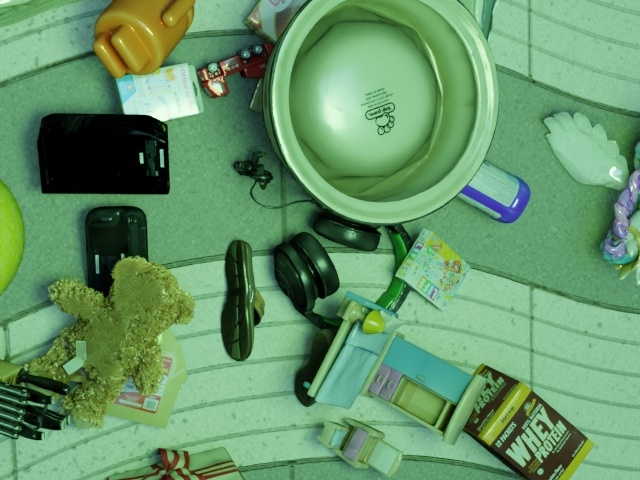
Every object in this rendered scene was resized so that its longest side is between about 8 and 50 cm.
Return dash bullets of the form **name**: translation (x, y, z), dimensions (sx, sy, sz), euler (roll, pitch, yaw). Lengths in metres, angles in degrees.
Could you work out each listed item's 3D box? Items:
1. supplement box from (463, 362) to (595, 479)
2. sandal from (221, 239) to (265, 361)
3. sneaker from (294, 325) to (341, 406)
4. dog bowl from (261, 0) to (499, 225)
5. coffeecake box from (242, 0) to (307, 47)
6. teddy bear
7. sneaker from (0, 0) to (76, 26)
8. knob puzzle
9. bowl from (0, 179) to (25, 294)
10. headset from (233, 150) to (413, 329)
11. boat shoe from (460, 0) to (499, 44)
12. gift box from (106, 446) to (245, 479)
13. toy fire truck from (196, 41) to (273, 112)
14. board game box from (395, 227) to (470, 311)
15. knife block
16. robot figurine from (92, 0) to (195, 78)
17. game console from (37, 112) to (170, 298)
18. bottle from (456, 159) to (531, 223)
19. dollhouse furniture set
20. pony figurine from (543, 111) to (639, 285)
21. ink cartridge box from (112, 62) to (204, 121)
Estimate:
- **supplement box**: translation (0.372, 0.356, 1.919), dimensions (0.194, 0.191, 0.129), euler (40, 84, -14)
- **sandal**: translation (-0.134, 0.109, 1.825), dimensions (0.060, 0.090, 0.219), euler (1, 88, -37)
- **sneaker**: translation (0.011, 0.232, 1.845), dimensions (0.071, 0.066, 0.188), euler (-12, 139, -35)
- **dog bowl**: translation (0.084, -0.234, 1.683), dimensions (0.407, 0.150, 0.408), euler (-3, 97, -22)
- **coffeecake box**: translation (-0.022, -0.391, 1.803), dimensions (0.185, 0.068, 0.142), euler (36, 86, -15)
- **teddy bear**: translation (-0.360, 0.169, 1.714), dimensions (0.245, 0.113, 0.338), euler (24, 101, 4)
- **sneaker**: translation (-0.475, -0.454, 1.652), dimensions (0.350, 0.131, 0.148), euler (-22, 94, -18)
- **knob puzzle**: translation (-0.329, 0.219, 1.796), dimensions (0.213, 0.030, 0.213), euler (-1, 96, -14)
- **bowl**: translation (-0.626, 0.003, 1.631), dimensions (0.289, 0.156, 0.290), euler (-2, 96, -16)
- **headset**: translation (0.000, 0.000, 1.835), dimensions (0.243, 0.185, 0.394), euler (-48, 120, -7)
- **boat shoe**: translation (0.279, -0.349, 1.868), dimensions (0.099, 0.116, 0.320), euler (-3, 104, -39)
- **gift box**: translation (-0.248, 0.510, 1.733), dimensions (0.276, 0.255, 0.258), euler (-12, 100, -20)
- **toy fire truck**: translation (-0.110, -0.278, 1.801), dimensions (0.192, 0.047, 0.135), euler (-24, 102, -11)
- **board game box**: translation (0.213, 0.057, 1.892), dimensions (0.154, 0.026, 0.103), euler (37, 82, -45)
- **knife block**: translation (-0.549, 0.242, 1.666), dimensions (0.242, 0.275, 0.088), euler (13, 96, -42)
- **robot figurine**: translation (-0.290, -0.360, 1.670), dimensions (0.128, 0.158, 0.219), euler (29, 50, -2)
- **game console**: translation (-0.363, -0.039, 1.721), dimensions (0.213, 0.044, 0.361), euler (1, 111, -2)
- **bottle**: translation (0.251, -0.131, 1.878), dimensions (0.282, 0.118, 0.092), euler (27, 97, -15)
- **dollhouse furniture set**: translation (0.110, 0.277, 1.759), dimensions (0.286, 0.198, 0.303), euler (-62, 149, -2)
- **pony figurine**: translation (0.639, -0.138, 1.929), dimensions (0.363, 0.302, 0.351), euler (-36, 112, -25)
- **ink cartridge box**: translation (-0.274, -0.249, 1.736), dimensions (0.143, 0.090, 0.092), euler (-15, 99, -13)
